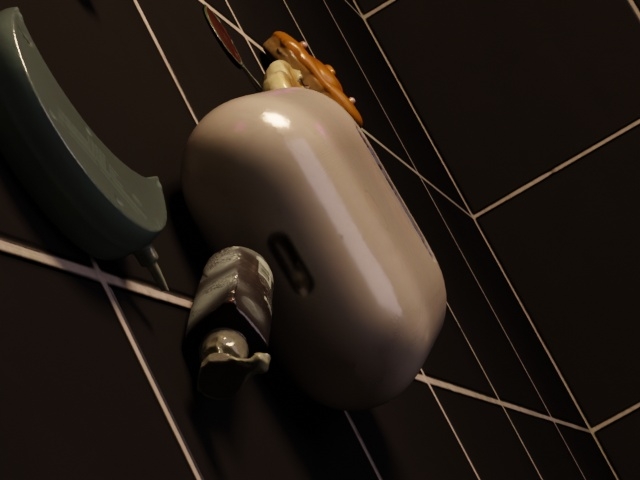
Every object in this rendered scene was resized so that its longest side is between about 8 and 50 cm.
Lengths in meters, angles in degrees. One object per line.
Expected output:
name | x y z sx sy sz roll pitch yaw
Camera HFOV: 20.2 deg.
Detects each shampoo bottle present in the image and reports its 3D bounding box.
shampoo bottle | -0.064 0.062 1.321 0.057 0.063 0.208 47 13 -14

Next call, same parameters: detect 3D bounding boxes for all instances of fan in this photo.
fan | -0.102 -0.224 2.130 0.133 0.005 0.085 55 9 -23

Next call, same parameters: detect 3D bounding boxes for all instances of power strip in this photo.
power strip | -0.162 -0.051 1.214 0.216 0.044 0.137 53 12 -31

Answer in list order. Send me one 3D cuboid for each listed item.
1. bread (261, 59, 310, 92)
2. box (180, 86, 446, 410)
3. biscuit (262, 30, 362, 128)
bread | 0.017 -0.073 2.136 0.316 0.054 0.316 59 7 -12
box | 0.001 -0.001 1.598 0.289 0.141 0.349 58 10 -1
biscuit | -0.004 -0.206 2.327 0.170 0.050 0.170 48 0 0
